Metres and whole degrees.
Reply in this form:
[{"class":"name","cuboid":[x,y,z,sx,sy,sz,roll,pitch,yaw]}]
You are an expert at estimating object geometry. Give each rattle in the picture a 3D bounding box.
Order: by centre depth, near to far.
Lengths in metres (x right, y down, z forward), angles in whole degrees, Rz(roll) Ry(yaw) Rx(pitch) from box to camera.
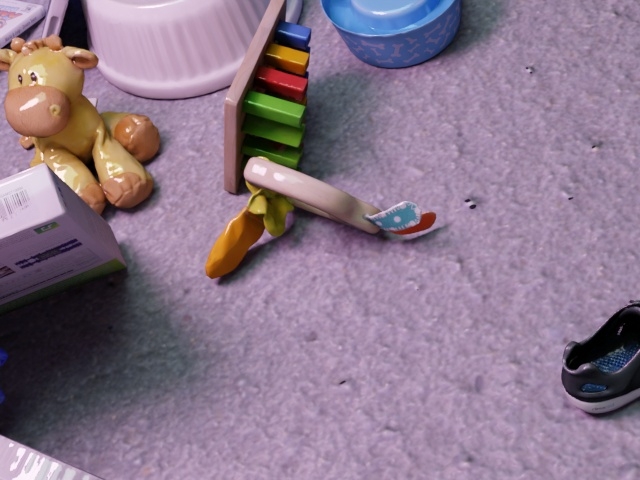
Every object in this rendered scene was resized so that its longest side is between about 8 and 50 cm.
[{"class":"rattle","cuboid":[0.000,0.000,1.547,0.199,0.130,0.143,24,71,1]}]

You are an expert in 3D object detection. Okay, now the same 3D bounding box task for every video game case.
[{"class":"video game case","cuboid":[-0.314,-0.309,1.829,0.022,0.173,0.190,14,51,-13]},{"class":"video game case","cuboid":[-0.452,-0.271,1.904,0.157,0.019,0.143,14,41,26]}]

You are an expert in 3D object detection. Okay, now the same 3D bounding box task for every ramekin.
[{"class":"ramekin","cuboid":[-0.165,-0.308,1.802,0.272,0.127,0.273,-8,50,10]}]

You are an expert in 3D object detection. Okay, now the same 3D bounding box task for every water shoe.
[{"class":"water shoe","cuboid":[0.312,0.086,1.373,0.203,0.080,0.073,-32,51,-9]}]

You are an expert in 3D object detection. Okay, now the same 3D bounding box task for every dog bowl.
[{"class":"dog bowl","cuboid":[0.094,-0.322,1.771,0.165,0.074,0.297,-4,51,14]}]

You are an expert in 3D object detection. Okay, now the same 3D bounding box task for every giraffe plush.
[{"class":"giraffe plush","cuboid":[-0.287,-0.141,1.676,0.181,0.170,0.210,-19,49,2]}]

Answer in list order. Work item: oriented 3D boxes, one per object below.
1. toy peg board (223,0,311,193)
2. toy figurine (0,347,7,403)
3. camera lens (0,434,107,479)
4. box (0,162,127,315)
[{"class":"toy peg board","cuboid":[-0.041,-0.149,1.629,0.079,0.161,0.161,17,57,7]},{"class":"toy figurine","cuboid":[-0.390,0.210,1.462,0.191,0.217,0.362,48,116,15]},{"class":"camera lens","cuboid":[-0.239,0.319,1.226,0.219,0.219,0.274,17,78,28]},{"class":"box","cuboid":[-0.331,0.022,1.475,0.232,0.322,0.059,-21,79,-2]}]
